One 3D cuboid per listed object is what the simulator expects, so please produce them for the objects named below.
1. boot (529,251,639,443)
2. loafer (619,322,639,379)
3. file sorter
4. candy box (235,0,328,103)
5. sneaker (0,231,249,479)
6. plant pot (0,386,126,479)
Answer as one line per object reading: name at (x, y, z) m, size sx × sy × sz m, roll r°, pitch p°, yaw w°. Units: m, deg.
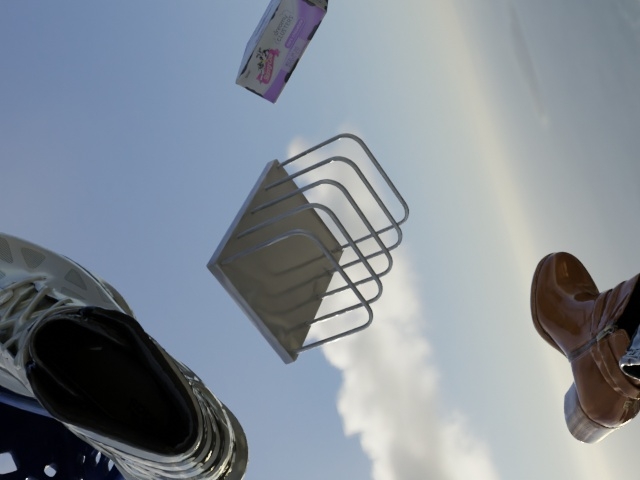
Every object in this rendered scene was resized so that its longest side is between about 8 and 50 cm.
boot at (0.351, 0.093, 1.323) m, size 0.220 × 0.109 × 0.284 m, roll 104°, pitch 171°, yaw -56°
loafer at (0.329, 0.114, 0.894) m, size 0.096 × 0.084 × 0.267 m, roll 40°, pitch -176°, yaw -4°
file sorter at (0.000, 0.000, 1.524) m, size 0.193 × 0.173 × 0.278 m, roll 54°, pitch -147°, yaw -21°
candy box at (-0.055, -0.321, 1.597) m, size 0.070 × 0.165 × 0.196 m, roll 27°, pitch -154°, yaw -12°
sneaker at (-0.264, 0.082, 1.067) m, size 0.447 × 0.169 × 0.257 m, roll 34°, pitch 160°, yaw 20°
plant pot at (-0.366, 0.224, 1.368) m, size 0.235 × 0.236 × 0.212 m, roll 24°, pitch -149°, yaw -26°
